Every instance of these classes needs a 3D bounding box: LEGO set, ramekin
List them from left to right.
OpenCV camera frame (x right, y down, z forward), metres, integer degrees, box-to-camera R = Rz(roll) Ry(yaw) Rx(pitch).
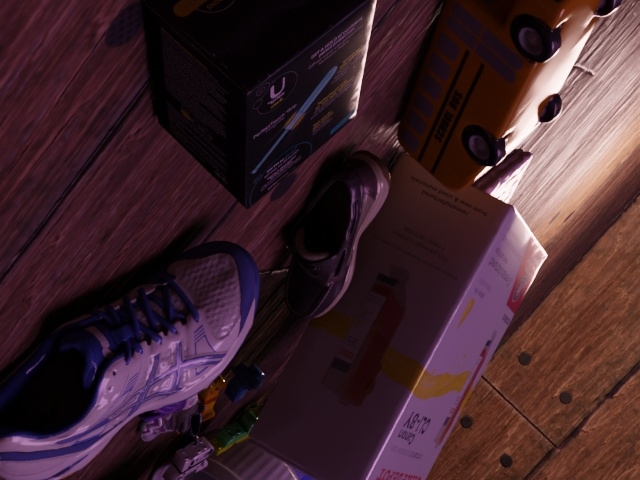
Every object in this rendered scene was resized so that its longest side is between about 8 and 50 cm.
[{"bbox_3d":[-0.110,0.200,1.631,0.227,0.087,0.093,-27,154,-35],"label":"LEGO set"},{"bbox_3d":[-0.117,0.348,1.767,0.109,0.207,0.207,-41,165,-41],"label":"ramekin"}]

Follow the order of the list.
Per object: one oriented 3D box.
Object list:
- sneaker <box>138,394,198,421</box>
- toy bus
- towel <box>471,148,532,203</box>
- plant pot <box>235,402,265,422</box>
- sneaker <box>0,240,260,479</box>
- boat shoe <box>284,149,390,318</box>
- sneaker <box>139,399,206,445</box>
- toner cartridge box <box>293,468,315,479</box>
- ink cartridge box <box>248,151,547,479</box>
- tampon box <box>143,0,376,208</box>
[{"bbox_3d":[-0.163,0.153,1.393,0.071,0.068,0.170,-31,161,-27],"label":"sneaker"},{"bbox_3d":[0.182,-0.181,1.318,0.108,0.130,0.332,-37,163,-26],"label":"toy bus"},{"bbox_3d":[0.155,0.027,1.948,0.332,0.053,0.317,-38,162,-27],"label":"towel"},{"bbox_3d":[-0.098,0.279,1.897,0.083,0.083,0.079,-23,140,-56],"label":"plant pot"},{"bbox_3d":[-0.169,0.100,1.148,0.296,0.112,0.131,-42,164,-15],"label":"sneaker"},{"bbox_3d":[0.001,0.000,1.423,0.073,0.080,0.223,-21,146,-46],"label":"boat shoe"},{"bbox_3d":[-0.168,0.218,1.536,0.038,0.069,0.098,-23,153,-55],"label":"sneaker"},{"bbox_3d":[-0.006,0.308,1.979,0.348,0.075,0.165,-38,-164,3],"label":"toner cartridge box"},{"bbox_3d":[0.105,0.124,1.618,0.384,0.160,0.279,-61,159,-3],"label":"ink cartridge box"},{"bbox_3d":[-0.043,-0.125,0.915,0.120,0.101,0.161,-41,164,-20],"label":"tampon box"}]
